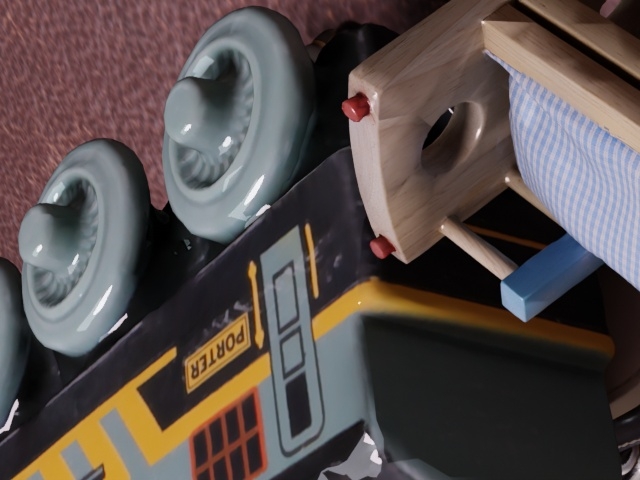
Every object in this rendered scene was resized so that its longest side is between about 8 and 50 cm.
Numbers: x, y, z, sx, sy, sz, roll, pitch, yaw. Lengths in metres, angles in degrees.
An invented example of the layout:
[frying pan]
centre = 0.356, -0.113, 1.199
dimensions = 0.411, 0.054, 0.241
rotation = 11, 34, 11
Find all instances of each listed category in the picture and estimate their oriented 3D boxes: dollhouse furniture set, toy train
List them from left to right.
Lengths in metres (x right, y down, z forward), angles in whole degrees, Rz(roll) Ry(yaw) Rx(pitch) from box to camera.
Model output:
[toy train]
centre = -0.036, 0.060, 0.674
dimensions = 0.334, 0.142, 0.190
rotation = -38, 47, 41
[dollhouse furniture set]
centre = 0.103, 0.020, 0.510
dimensions = 0.129, 0.129, 0.184
rotation = 40, 156, 35

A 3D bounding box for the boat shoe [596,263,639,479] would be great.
[boat shoe]
centre = 0.096, 0.056, 0.698
dimensions = 0.065, 0.075, 0.206
rotation = 36, 164, -8

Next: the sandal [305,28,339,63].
[sandal]
centre = 0.000, 0.000, 0.807
dimensions = 0.090, 0.060, 0.219
rotation = 49, 154, 15
